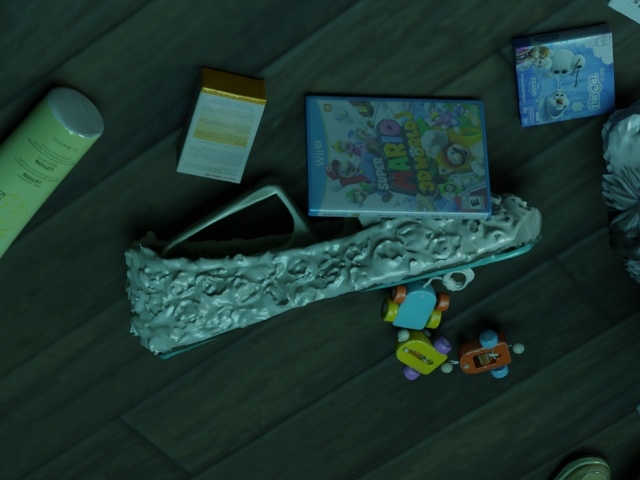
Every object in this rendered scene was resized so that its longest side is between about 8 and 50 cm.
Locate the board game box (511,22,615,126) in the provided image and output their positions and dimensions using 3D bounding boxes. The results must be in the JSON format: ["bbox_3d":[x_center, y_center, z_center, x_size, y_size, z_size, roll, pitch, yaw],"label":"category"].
[{"bbox_3d":[0.224,-0.151,1.643,0.090,0.020,0.090,-10,129,1],"label":"board game box"}]

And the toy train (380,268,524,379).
[{"bbox_3d":[0.128,0.081,1.807,0.125,0.046,0.166,-20,131,9],"label":"toy train"}]

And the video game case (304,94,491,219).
[{"bbox_3d":[0.070,-0.076,1.630,0.166,0.119,0.015,1,156,-6],"label":"video game case"}]

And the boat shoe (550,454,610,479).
[{"bbox_3d":[0.279,0.323,1.995,0.068,0.072,0.190,9,127,-12],"label":"boat shoe"}]

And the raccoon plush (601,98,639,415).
[{"bbox_3d":[0.427,0.053,1.767,0.216,0.299,0.446,-8,100,19],"label":"raccoon plush"}]

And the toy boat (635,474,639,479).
[{"bbox_3d":[0.439,0.380,1.992,0.267,0.148,0.318,20,129,-5],"label":"toy boat"}]

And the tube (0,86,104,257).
[{"bbox_3d":[-0.291,-0.044,1.659,0.240,0.062,0.070,-42,80,31],"label":"tube"}]

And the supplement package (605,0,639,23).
[{"bbox_3d":[0.348,-0.286,1.474,0.139,0.134,0.244,27,121,-24],"label":"supplement package"}]

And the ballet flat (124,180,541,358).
[{"bbox_3d":[0.000,0.000,1.681,0.409,0.147,0.147,-17,128,7],"label":"ballet flat"}]

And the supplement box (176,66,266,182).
[{"bbox_3d":[-0.092,-0.105,1.639,0.062,0.036,0.098,11,127,-14],"label":"supplement box"}]
